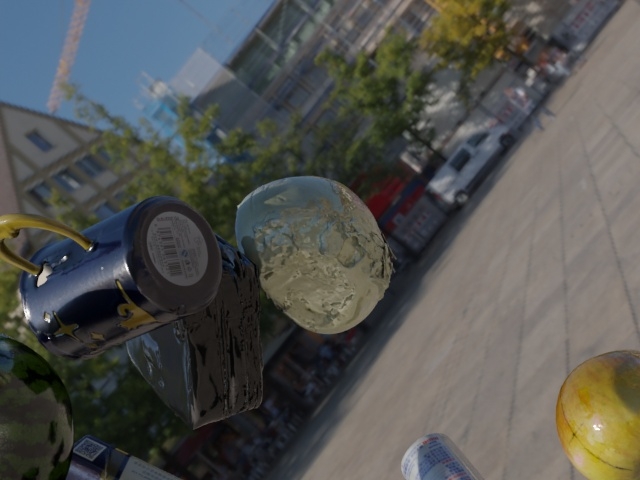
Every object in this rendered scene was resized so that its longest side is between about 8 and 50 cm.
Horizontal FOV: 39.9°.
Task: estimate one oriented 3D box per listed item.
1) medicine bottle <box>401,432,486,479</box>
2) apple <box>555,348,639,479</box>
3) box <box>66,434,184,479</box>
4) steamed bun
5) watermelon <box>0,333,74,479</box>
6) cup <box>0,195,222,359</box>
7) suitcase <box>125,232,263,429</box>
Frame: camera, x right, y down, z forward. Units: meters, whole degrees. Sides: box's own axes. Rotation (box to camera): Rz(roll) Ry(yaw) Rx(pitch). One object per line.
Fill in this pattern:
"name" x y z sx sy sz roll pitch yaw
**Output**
"medicine bottle" 0.290 0.528 1.718 0.130 0.130 0.341 -51 35 6
"apple" 0.587 0.344 1.701 0.286 0.286 0.233 -52 39 22
"box" -0.256 0.405 1.276 0.071 0.259 0.168 -48 -25 -59
"steamed bun" 0.000 0.000 1.774 0.233 0.334 0.312 -35 34 18
"watermelon" -0.447 0.243 1.077 0.285 0.285 0.285 -51 -3 -4
"cup" -0.299 0.050 1.185 0.256 0.179 0.255 -23 -15 39
"suitcase" -0.246 0.142 1.594 0.188 0.345 0.340 -14 -65 -31
